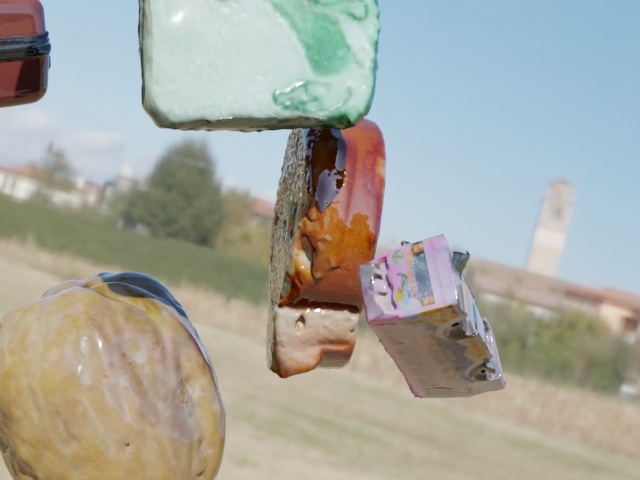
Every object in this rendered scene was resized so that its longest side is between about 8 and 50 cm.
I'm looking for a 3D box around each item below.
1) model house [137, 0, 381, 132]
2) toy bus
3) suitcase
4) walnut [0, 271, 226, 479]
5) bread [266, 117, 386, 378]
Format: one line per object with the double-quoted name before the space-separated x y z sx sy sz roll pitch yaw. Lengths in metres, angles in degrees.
"model house" -0.088 -0.212 1.844 0.267 0.194 0.325 -1 -2 -10
"toy bus" 0.125 0.090 1.653 0.112 0.090 0.274 -16 -29 10
"suitcase" -0.522 -0.283 2.177 0.236 0.161 0.297 -9 20 -27
"walnut" -0.268 0.216 1.983 0.306 0.344 0.306 -23 5 2
"bread" 0.000 -0.004 1.983 0.114 0.327 0.295 7 27 -7
